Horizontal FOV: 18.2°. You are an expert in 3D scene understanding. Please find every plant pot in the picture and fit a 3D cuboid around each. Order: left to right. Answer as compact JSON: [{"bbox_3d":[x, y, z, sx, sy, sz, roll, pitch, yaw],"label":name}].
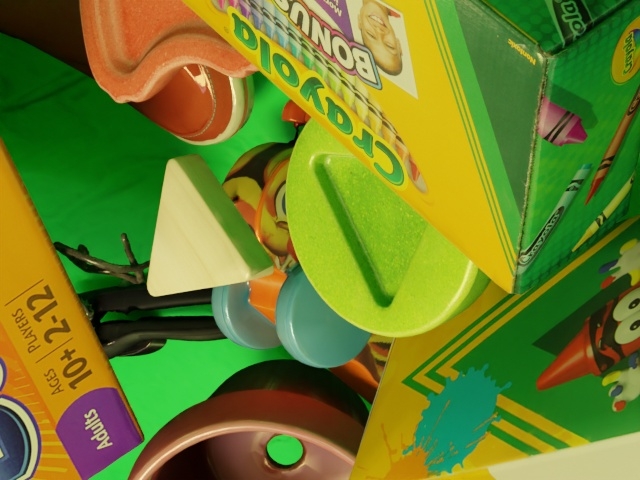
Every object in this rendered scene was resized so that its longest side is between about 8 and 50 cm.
[{"bbox_3d":[-0.032,0.175,1.367,0.201,0.180,0.201,2,112,4],"label":"plant pot"}]

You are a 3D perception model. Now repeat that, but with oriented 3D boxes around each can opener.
[{"bbox_3d":[-0.123,0.054,1.496,0.186,0.073,0.059,-13,84,40],"label":"can opener"}]

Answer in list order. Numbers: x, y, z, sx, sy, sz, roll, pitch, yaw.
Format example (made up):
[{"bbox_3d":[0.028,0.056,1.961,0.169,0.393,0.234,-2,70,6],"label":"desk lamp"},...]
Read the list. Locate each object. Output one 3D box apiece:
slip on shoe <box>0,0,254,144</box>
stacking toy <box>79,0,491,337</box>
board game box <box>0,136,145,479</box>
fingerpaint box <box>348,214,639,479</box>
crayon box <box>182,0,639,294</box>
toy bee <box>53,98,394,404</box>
[{"bbox_3d":[-0.185,-0.166,1.253,0.331,0.101,0.123,40,141,-10],"label":"slip on shoe"},{"bbox_3d":[0.020,-0.101,1.100,0.309,0.130,0.280,4,102,42],"label":"stacking toy"},{"bbox_3d":[-0.385,0.018,1.250,0.356,0.356,0.356,46,164,37],"label":"board game box"},{"bbox_3d":[0.304,0.161,1.138,0.445,0.163,0.371,37,145,-26],"label":"fingerpaint box"},{"bbox_3d":[0.026,-0.125,0.900,0.278,0.081,0.165,43,154,26],"label":"crayon box"},{"bbox_3d":[0.000,0.000,1.275,0.195,0.162,0.298,18,170,33],"label":"toy bee"}]
